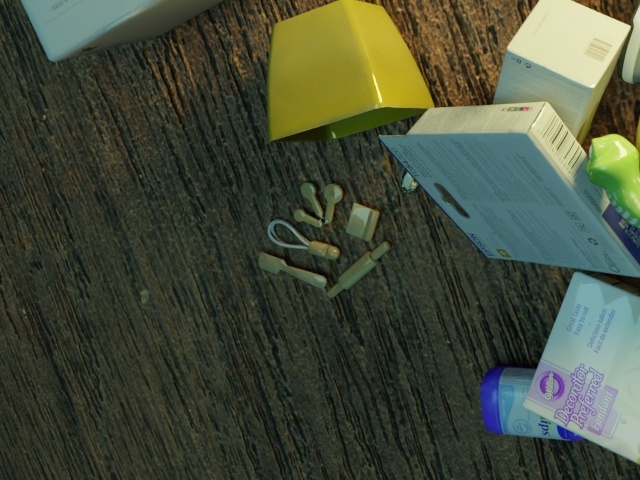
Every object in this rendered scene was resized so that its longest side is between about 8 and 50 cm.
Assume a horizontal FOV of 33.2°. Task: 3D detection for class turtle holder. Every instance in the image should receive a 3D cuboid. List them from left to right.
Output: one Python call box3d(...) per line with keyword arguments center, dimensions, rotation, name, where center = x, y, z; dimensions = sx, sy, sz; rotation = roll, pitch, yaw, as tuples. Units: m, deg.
box3d(center=(0.534, -0.132, 1.504), dimensions=(0.320, 0.243, 0.227), rotation=(-18, 97, 15), name="turtle holder")

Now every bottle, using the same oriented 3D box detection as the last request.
box3d(center=(0.415, 0.277, 1.805), dimensions=(0.282, 0.092, 0.118), rotation=(2, 112, 25), name="bottle")

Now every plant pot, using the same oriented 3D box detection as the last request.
box3d(center=(0.034, -0.276, 1.741), dimensions=(0.212, 0.212, 0.187), rotation=(-14, 88, 29), name="plant pot")

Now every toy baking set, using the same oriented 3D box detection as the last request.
box3d(center=(0.005, 0.004, 1.948), dimensions=(0.197, 0.030, 0.256), rotation=(47, 121, 8), name="toy baking set")

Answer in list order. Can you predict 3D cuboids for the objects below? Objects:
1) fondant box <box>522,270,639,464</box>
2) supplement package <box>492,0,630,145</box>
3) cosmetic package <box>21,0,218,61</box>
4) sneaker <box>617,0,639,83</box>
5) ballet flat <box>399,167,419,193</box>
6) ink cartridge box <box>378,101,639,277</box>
box3d(center=(0.508, 0.215, 1.642), dimensions=(0.330, 0.096, 0.238), rotation=(25, 104, 26), name="fondant box")
box3d(center=(0.340, -0.217, 1.580), dimensions=(0.133, 0.139, 0.244), rotation=(28, 152, 15), name="supplement package")
box3d(center=(-0.315, -0.549, 1.731), dimensions=(0.329, 0.327, 0.394), rotation=(-21, 97, 30), name="cosmetic package")
box3d(center=(0.556, -0.328, 1.511), dimensions=(0.178, 0.123, 0.296), rotation=(34, 118, 23), name="sneaker")
box3d(center=(0.160, -0.129, 1.816), dimensions=(0.041, 0.041, 0.114), rotation=(21, 115, 18), name="ballet flat")
box3d(center=(0.295, -0.078, 1.630), dimensions=(0.324, 0.071, 0.330), rotation=(44, 161, -30), name="ink cartridge box")
